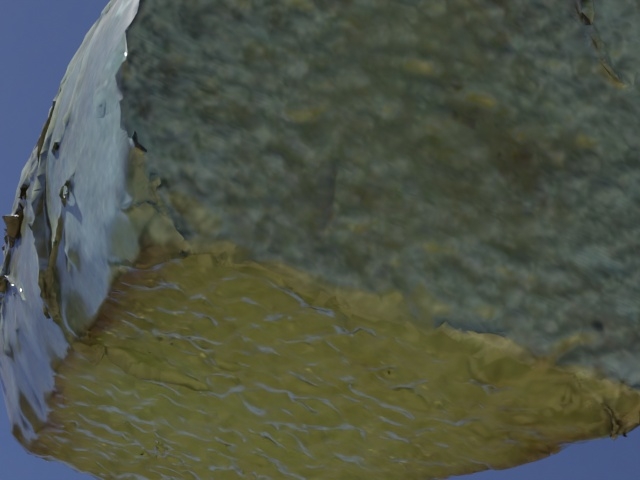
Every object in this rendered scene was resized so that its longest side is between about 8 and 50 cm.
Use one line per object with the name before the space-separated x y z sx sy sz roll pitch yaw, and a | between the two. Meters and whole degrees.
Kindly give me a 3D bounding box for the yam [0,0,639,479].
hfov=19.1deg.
yam | -0.001 -0.005 0.661 0.202 0.201 0.271 23 -32 -10
